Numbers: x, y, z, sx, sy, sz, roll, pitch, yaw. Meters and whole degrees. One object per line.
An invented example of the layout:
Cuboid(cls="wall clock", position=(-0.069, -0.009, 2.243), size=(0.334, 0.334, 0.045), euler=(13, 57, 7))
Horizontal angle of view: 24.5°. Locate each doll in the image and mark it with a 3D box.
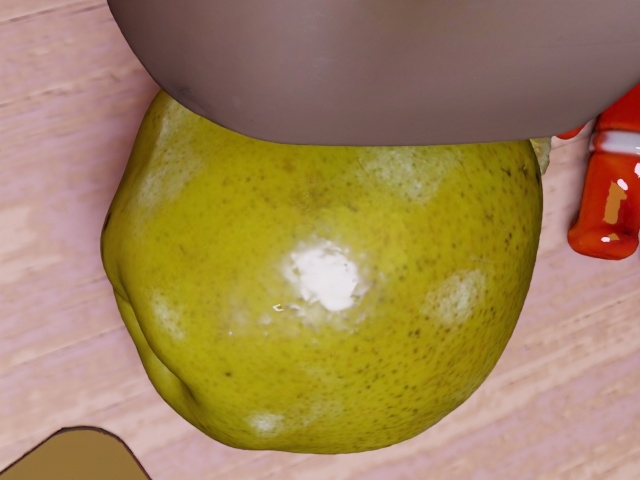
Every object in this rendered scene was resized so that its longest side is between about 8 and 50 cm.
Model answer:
Cuboid(cls="doll", position=(0.196, -0.105, 0.810), size=(0.142, 0.076, 0.245), euler=(11, 85, -27))

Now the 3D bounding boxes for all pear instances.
Cuboid(cls="pear", position=(0.000, 0.000, 0.655), size=(0.198, 0.198, 0.198), euler=(2, 84, -24))

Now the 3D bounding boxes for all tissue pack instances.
Cuboid(cls="tissue pack", position=(0.027, -0.250, 0.569), size=(0.267, 0.277, 0.387), euler=(1, 53, -26))

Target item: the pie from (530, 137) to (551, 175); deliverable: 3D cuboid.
Cuboid(cls="pie", position=(0.092, -0.062, 0.787), size=(0.084, 0.020, 0.084), euler=(1, 87, -25))

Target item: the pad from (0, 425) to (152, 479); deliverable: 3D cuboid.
Cuboid(cls="pad", position=(-0.156, 0.222, 0.656), size=(0.267, 0.004, 0.181), euler=(-37, 101, -23))
